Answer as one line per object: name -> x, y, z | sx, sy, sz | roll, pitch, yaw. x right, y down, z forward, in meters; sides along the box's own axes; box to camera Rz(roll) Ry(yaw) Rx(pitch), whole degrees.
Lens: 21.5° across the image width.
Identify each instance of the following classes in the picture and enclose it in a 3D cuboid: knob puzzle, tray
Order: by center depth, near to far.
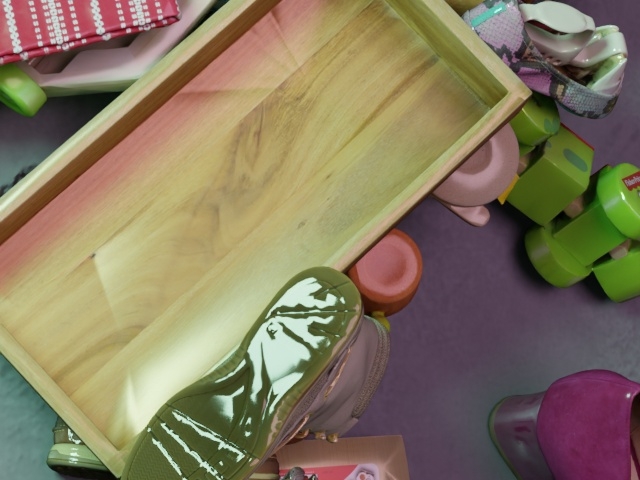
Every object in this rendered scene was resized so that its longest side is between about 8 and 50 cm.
tray -> -0.063, -0.038, 1.238 | 0.411, 0.076, 0.203 | -42, 85, -12
knob puzzle -> -0.008, 0.254, 1.318 | 0.213, 0.030, 0.213 | 5, 72, -15

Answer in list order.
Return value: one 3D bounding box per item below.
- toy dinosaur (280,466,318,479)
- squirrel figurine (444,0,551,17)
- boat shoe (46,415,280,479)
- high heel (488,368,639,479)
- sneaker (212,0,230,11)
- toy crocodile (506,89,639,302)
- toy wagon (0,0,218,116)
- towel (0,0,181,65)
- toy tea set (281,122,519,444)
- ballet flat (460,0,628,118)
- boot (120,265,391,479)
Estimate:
toy dinosaur -> -0.121, 0.274, 1.205 | 0.296, 0.200, 0.127 | -31, 59, 2
squirrel figurine -> 0.142, -0.371, 1.438 | 0.370, 0.281, 0.397 | -39, 86, -18
boat shoe -> -0.114, 0.153, 1.267 | 0.178, 0.064, 0.060 | 10, 71, -14
high heel -> 0.304, 0.264, 1.411 | 0.377, 0.181, 0.127 | 45, 63, -14
sneaker -> -0.084, -0.218, 1.353 | 0.229, 0.092, 0.087 | 17, 83, -3
toy crocodile -> 0.190, -0.065, 1.455 | 0.340, 0.115, 0.105 | 40, 36, -17
toy wagon -> -0.229, -0.268, 1.259 | 0.344, 0.068, 0.267 | 39, 78, -1
towel -> -0.255, -0.213, 1.196 | 0.275, 0.031, 0.198 | -14, 81, -12
toy tea set -> 0.000, 0.000, 1.342 | 0.200, 0.124, 0.336 | 36, 78, -1
ballet flat -> 0.198, -0.152, 1.364 | 0.221, 0.079, 0.076 | 14, 53, -47
boot -> -0.037, 0.122, 1.171 | 0.077, 0.165, 0.213 | 41, 87, 18
